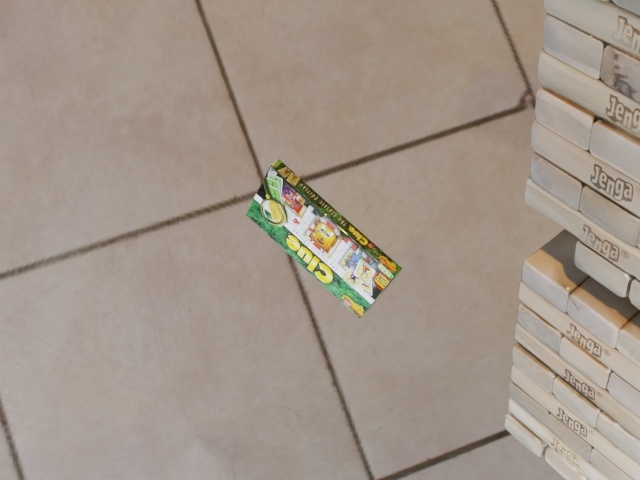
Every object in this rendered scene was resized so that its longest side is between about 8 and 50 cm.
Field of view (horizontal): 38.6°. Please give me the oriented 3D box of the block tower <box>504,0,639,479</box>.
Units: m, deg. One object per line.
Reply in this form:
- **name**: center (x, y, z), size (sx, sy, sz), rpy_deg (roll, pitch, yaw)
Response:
- **block tower**: center (0.154, -0.004, 0.413), size (0.097, 0.335, 0.091), rpy_deg (-35, 52, -22)

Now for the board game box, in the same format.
- **board game box**: center (0.000, 0.000, 1.457), size (0.259, 0.136, 0.030), rpy_deg (42, 52, 8)
